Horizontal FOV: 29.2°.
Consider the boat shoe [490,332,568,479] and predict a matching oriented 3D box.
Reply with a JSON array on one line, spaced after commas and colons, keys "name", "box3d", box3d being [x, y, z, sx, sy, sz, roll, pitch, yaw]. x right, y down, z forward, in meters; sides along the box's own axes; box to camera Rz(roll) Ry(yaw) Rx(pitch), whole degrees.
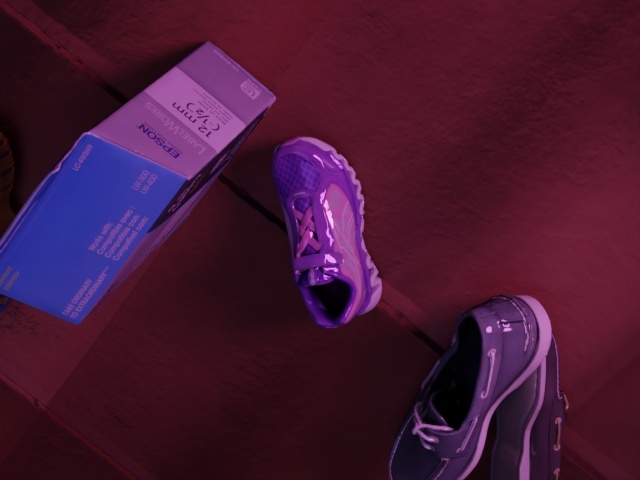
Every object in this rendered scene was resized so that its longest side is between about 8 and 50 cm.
[{"name": "boat shoe", "box3d": [0.248, 0.202, 1.429, 0.069, 0.081, 0.228, -5, 111, -26]}]

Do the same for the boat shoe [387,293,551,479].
[{"name": "boat shoe", "box3d": [0.143, 0.186, 1.412, 0.116, 0.099, 0.319, 56, 132, 34]}]

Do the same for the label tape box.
[{"name": "label tape box", "box3d": [-0.211, -0.041, 1.301, 0.115, 0.347, 0.249, 39, 124, -3]}]

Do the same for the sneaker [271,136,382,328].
[{"name": "sneaker", "box3d": [0.000, 0.000, 1.390, 0.095, 0.104, 0.236, -8, 113, 26]}]

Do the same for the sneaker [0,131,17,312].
[{"name": "sneaker", "box3d": [-0.455, -0.032, 1.564, 0.131, 0.112, 0.296, 24, 124, 28]}]
